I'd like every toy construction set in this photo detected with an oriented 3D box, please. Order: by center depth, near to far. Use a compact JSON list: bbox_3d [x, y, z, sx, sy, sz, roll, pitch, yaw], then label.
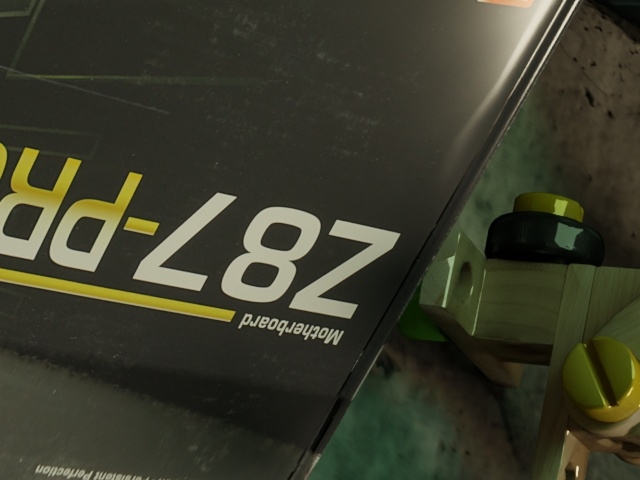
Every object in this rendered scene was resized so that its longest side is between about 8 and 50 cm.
[{"bbox_3d":[0.116,0.095,0.888,0.237,0.257,0.309,12,10,23],"label":"toy construction set"}]

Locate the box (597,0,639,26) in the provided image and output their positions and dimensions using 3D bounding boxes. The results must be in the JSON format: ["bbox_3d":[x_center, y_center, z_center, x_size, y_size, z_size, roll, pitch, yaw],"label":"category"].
[{"bbox_3d":[0.330,-0.200,1.114,0.212,0.293,0.395,25,11,-27],"label":"box"}]

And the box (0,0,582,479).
[{"bbox_3d":[-0.125,-0.053,0.664,0.395,0.318,0.097,14,26,-37],"label":"box"}]
